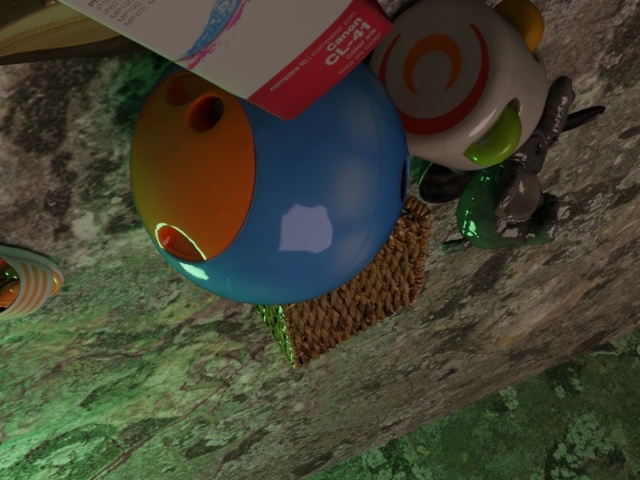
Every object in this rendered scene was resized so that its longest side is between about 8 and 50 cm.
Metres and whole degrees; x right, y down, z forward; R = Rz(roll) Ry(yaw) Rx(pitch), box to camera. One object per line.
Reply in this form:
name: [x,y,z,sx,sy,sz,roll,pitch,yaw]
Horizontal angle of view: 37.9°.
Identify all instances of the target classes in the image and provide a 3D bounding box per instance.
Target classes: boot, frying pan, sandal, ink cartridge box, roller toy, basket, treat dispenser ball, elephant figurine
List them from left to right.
sandal: [-0.400,0.055,1.095,0.102,0.076,0.265,-34,155,10]
boot: [-0.248,-0.176,0.804,0.249,0.090,0.207,-9,177,11]
ink cartridge box: [-0.106,-0.242,0.672,0.131,0.226,0.306,-37,155,17]
treat dispenser ball: [-0.053,-0.076,0.966,0.288,0.288,0.288,-24,155,-12]
basket: [0.000,0.000,1.263,0.223,0.213,0.299,-28,155,-10]
roller toy: [0.166,-0.187,1.117,0.191,0.209,0.146,2,175,35]
frying pan: [0.286,-0.166,1.449,0.326,0.053,0.197,-34,154,7]
elephant figurine: [0.272,-0.105,1.368,0.169,0.186,0.239,10,146,20]
